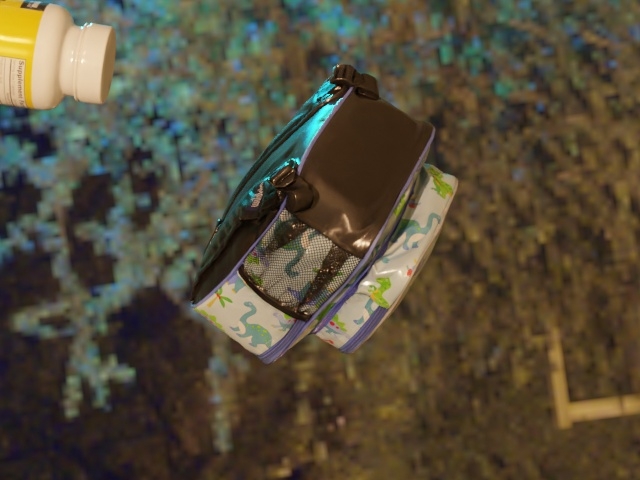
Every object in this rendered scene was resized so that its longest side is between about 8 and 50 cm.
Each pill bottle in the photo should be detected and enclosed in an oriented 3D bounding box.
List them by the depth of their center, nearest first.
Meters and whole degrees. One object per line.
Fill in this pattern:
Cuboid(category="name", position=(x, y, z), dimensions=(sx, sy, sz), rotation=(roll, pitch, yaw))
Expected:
Cuboid(category="pill bottle", position=(-0.183, -0.112, 1.054), dimensions=(0.065, 0.116, 0.065), rotation=(9, -90, -90))

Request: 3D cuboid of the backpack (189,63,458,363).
Cuboid(category="backpack", position=(0.000, 0.000, 0.772), dimensions=(0.114, 0.084, 0.105), rotation=(-46, 11, 41))
